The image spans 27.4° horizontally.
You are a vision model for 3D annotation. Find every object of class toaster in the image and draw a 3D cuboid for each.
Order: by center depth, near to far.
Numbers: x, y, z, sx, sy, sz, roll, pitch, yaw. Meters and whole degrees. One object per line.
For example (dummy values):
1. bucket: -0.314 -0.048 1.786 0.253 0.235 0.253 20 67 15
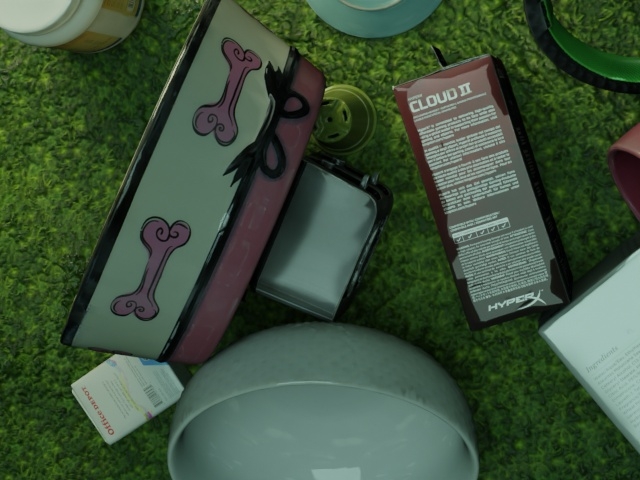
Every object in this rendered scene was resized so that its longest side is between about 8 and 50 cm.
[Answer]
1. toaster: 0.000 0.000 1.464 0.110 0.168 0.185 24 98 8

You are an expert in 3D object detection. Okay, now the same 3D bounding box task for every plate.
1. plate: 0.060 -0.326 1.498 0.188 0.024 0.188 1 95 12

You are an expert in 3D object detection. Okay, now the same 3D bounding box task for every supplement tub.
1. supplement tub: -0.294 -0.289 1.483 0.144 0.200 0.144 1 95 11

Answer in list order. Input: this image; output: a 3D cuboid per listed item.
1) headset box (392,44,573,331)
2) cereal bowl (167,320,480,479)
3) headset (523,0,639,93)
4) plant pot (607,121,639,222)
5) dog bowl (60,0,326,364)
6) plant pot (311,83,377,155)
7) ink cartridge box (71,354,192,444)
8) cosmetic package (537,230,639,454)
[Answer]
1. headset box: 0.175 -0.070 1.398 0.110 0.218 0.293 -18 92 12
2. cereal bowl: 0.004 0.196 1.442 0.339 0.339 0.141 -8 49 12
3. headset: 0.407 -0.286 1.333 0.394 0.185 0.243 -5 132 22
4. plant pot: 0.433 -0.073 1.369 0.180 0.201 0.201 -38 87 -3
5. dog bowl: -0.126 -0.051 1.385 0.150 0.408 0.408 24 99 -7
6. plant pot: 0.017 -0.138 1.494 0.083 0.079 0.083 1 94 12
7. ink cartridge box: -0.225 0.177 1.584 0.122 0.052 0.088 -34 87 11
8. cosmetic package: 0.349 0.109 1.412 0.151 0.151 0.183 -40 88 12
